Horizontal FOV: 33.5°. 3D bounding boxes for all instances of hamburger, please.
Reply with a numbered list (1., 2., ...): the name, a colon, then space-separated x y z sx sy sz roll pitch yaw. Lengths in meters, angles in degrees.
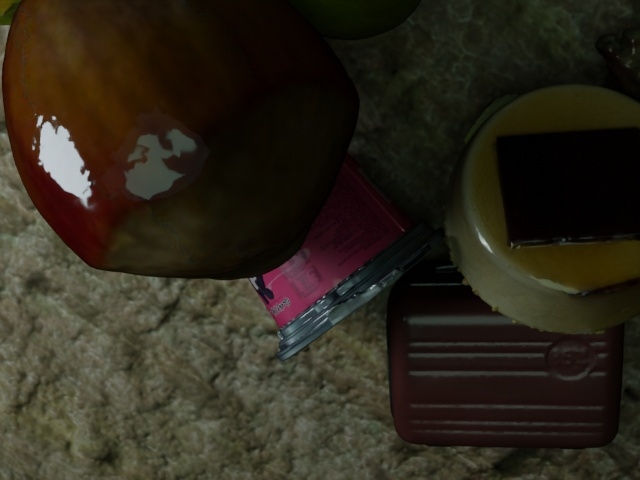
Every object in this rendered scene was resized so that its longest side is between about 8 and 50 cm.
1. hamburger: 0.285 -0.038 1.222 0.302 0.170 0.302 -1 75 2

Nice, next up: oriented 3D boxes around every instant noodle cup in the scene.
1. instant noodle cup: 0.000 0.000 1.300 0.181 0.258 0.302 53 142 2

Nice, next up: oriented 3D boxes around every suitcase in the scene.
1. suitcase: 0.234 0.142 1.360 0.297 0.161 0.236 0 114 8

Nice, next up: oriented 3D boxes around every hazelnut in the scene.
1. hazelnut: -0.138 -0.122 1.067 0.366 0.366 0.365 3 113 6

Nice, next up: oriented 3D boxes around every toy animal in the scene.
1. toy animal: 0.475 -0.194 1.233 0.312 0.097 0.157 22 126 -5

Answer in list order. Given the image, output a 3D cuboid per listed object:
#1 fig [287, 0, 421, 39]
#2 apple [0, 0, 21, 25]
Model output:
1. fig: -0.009 -0.361 1.115 0.326 0.258 0.258 29 114 -15
2. apple: -0.341 -0.397 1.106 0.374 0.374 0.384 28 114 -5
